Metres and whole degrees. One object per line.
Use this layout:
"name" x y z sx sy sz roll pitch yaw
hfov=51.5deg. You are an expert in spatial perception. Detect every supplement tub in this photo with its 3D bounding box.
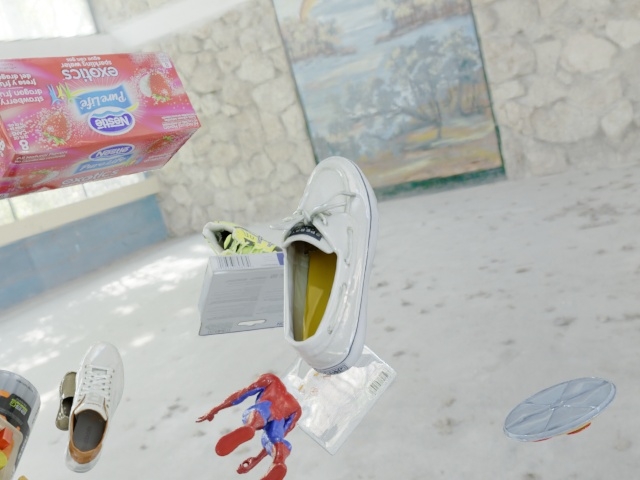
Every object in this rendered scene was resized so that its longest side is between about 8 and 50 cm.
"supplement tub" -0.815 0.490 1.576 0.207 0.207 0.338 -14 34 6

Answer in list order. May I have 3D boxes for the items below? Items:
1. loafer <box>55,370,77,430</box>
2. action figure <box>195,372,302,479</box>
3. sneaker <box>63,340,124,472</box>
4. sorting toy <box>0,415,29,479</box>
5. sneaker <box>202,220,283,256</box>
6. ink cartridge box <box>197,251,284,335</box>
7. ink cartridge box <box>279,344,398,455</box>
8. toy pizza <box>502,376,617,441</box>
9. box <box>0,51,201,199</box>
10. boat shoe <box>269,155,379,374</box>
"loafer" -0.576 0.366 1.539 0.056 0.148 0.050 20 -47 -32
"action figure" -0.096 0.246 0.829 0.139 0.091 0.280 -38 0 6
"sneaker" -0.476 0.338 1.425 0.105 0.290 0.123 11 -37 -19
"sorting toy" -0.650 0.386 1.274 0.047 0.348 0.196 -35 25 5
"sneaker" -0.183 0.054 1.780 0.384 0.145 0.147 23 -3 42
"ink cartridge box" -0.125 0.103 1.308 0.223 0.045 0.224 -3 -37 -22
"ink cartridge box" 0.027 0.378 1.740 0.275 0.239 0.060 -49 2 -10
"toy pizza" 0.404 0.290 1.117 0.201 0.032 0.201 -27 0 0
"box" -0.301 -0.149 0.840 0.256 0.123 0.128 -19 -9 -45
"boat shoe" -0.008 0.003 0.990 0.135 0.367 0.156 -10 -32 28
